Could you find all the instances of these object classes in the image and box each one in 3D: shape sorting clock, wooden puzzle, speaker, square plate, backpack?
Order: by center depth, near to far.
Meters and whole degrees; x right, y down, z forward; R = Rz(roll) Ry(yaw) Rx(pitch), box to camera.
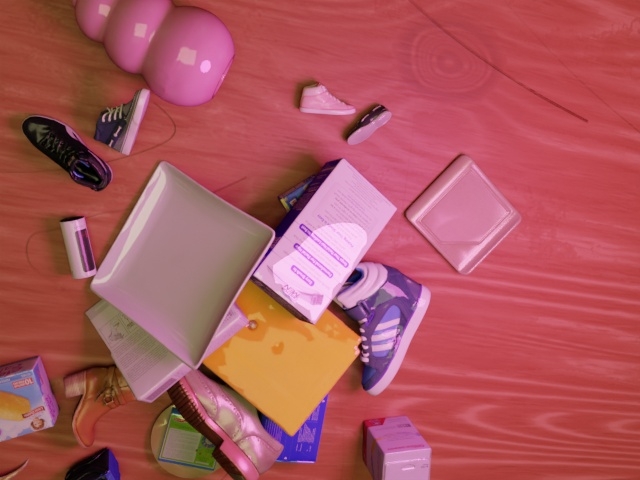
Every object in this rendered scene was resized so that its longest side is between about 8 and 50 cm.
[{"bbox_3d":[-0.307,0.049,1.452,0.344,0.049,0.347,32,94,22],"label":"square plate"},{"bbox_3d":[-0.544,0.015,1.468,0.055,0.055,0.136,-10,104,-11],"label":"speaker"},{"bbox_3d":[-0.548,0.583,1.576,0.120,0.098,0.101,-23,111,-8],"label":"backpack"},{"bbox_3d":[-0.319,0.495,1.640,0.206,0.040,0.206,-1,100,-8],"label":"shape sorting clock"},{"bbox_3d":[0.366,-0.064,1.679,0.221,0.044,0.239,-46,104,0],"label":"wooden puzzle"}]

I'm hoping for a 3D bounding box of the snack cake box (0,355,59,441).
[{"bbox_3d":[-0.754,0.378,1.484,0.265,0.089,0.152,-15,105,-9],"label":"snack cake box"}]

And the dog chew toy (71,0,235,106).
[{"bbox_3d":[-0.348,-0.420,1.348,0.332,0.206,0.206,28,95,-9],"label":"dog chew toy"}]

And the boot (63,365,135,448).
[{"bbox_3d":[-0.515,0.395,1.556,0.153,0.073,0.197,-10,107,-15],"label":"boot"}]

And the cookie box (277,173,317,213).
[{"bbox_3d":[-0.033,-0.092,1.573,0.107,0.040,0.091,-33,107,-4],"label":"cookie box"}]

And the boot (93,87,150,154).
[{"bbox_3d":[-0.425,-0.260,1.384,0.086,0.069,0.190,22,136,-15],"label":"boot"}]

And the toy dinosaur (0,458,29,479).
[{"bbox_3d":[-0.779,0.586,1.545,0.183,0.053,0.092,-13,104,-10],"label":"toy dinosaur"}]

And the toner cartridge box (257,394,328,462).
[{"bbox_3d":[-0.068,0.387,1.658,0.165,0.075,0.347,8,101,-14],"label":"toner cartridge box"}]

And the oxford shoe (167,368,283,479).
[{"bbox_3d":[-0.248,0.397,1.579,0.146,0.140,0.397,-36,90,-31],"label":"oxford shoe"}]

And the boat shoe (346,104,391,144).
[{"bbox_3d":[0.110,-0.278,1.566,0.125,0.038,0.046,-38,150,3],"label":"boat shoe"}]

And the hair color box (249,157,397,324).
[{"bbox_3d":[0.000,0.000,1.495,0.185,0.110,0.338,41,74,-18],"label":"hair color box"}]

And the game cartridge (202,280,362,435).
[{"bbox_3d":[-0.101,0.249,1.548,0.324,0.052,0.285,40,82,0],"label":"game cartridge"}]

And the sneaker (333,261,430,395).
[{"bbox_3d":[0.108,0.208,1.643,0.236,0.130,0.322,24,101,-8],"label":"sneaker"}]

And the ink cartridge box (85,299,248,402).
[{"bbox_3d":[-0.356,0.178,1.511,0.296,0.066,0.261,-39,66,-2],"label":"ink cartridge box"}]

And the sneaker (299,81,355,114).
[{"bbox_3d":[0.019,-0.331,1.524,0.134,0.051,0.070,2,107,-10],"label":"sneaker"}]

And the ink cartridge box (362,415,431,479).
[{"bbox_3d":[0.196,0.560,1.707,0.128,0.176,0.127,-2,103,-13],"label":"ink cartridge box"}]

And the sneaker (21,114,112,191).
[{"bbox_3d":[-0.537,-0.189,1.387,0.217,0.121,0.079,38,91,-18],"label":"sneaker"}]
